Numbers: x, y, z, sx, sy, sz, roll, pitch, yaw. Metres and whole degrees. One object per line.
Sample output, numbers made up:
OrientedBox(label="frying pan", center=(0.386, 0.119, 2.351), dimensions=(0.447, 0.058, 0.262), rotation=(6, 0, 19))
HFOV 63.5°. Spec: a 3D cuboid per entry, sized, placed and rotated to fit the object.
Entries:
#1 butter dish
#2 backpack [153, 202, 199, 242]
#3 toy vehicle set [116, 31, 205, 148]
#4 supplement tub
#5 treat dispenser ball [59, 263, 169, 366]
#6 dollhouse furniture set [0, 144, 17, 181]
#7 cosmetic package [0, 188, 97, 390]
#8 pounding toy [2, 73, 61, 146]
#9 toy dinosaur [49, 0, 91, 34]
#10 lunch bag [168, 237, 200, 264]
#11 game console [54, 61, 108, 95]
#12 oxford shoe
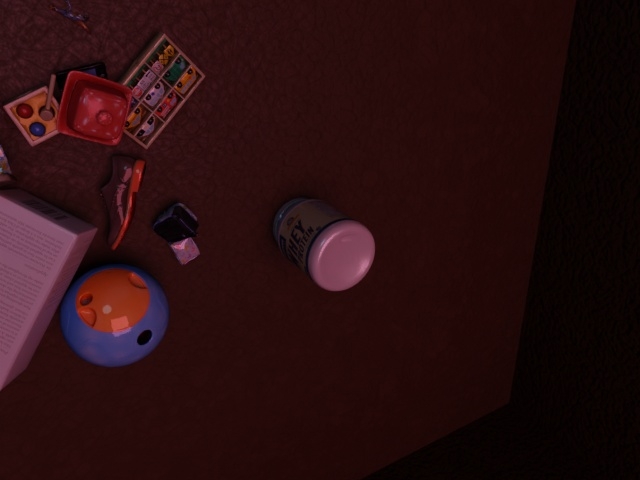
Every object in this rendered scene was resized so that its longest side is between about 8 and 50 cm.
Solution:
OrientedBox(label="butter dish", center=(-0.539, -0.310, 1.263), dimensions=(0.159, 0.118, 0.160), rotation=(9, 109, -41))
OrientedBox(label="backpack", center=(-0.433, -0.050, 1.552), dimensions=(0.114, 0.084, 0.105), rotation=(-21, 130, 26))
OrientedBox(label="toy vehicle set", center=(-0.454, -0.401, 1.398), dimensions=(0.267, 0.035, 0.166), rotation=(-52, 140, -2))
OrientedBox(label="supplement tub", center=(0.000, 0.000, 1.699), dimensions=(0.235, 0.325, 0.236), rotation=(-13, 117, -27))
OrientedBox(label="treat dispenser ball", center=(-0.575, 0.208, 1.458), dimensions=(0.288, 0.288, 0.288), rotation=(-13, 117, -27))
OrientedBox(label="dollhouse furniture set", center=(-0.884, -0.239, 1.022), dimensions=(0.394, 0.256, 0.362), rotation=(-22, 102, -22))
OrientedBox(label="cosmetic package", center=(-0.790, 0.120, 1.314), dimensions=(0.230, 0.161, 0.453), rotation=(29, 95, -8))
OrientedBox(label="pounding toy", center=(-0.684, -0.323, 1.270), dimensions=(0.141, 0.100, 0.130), rotation=(-34, 125, -15))
OrientedBox(label="toy dinosaur", center=(-0.610, -0.545, 1.258), dimensions=(0.082, 0.047, 0.090), rotation=(-2, 124, -12))
OrientedBox(label="lunch bag", center=(-0.426, 0.026, 1.618), dimensions=(0.071, 0.053, 0.083), rotation=(-35, 115, -17))
OrientedBox(label="game console", center=(-0.594, -0.385, 1.317), dimensions=(0.122, 0.107, 0.071), rotation=(-23, 82, -22))
OrientedBox(label="oxford shoe", center=(-0.571, -0.108, 1.458), dimensions=(0.098, 0.097, 0.272), rotation=(16, 98, -16))
